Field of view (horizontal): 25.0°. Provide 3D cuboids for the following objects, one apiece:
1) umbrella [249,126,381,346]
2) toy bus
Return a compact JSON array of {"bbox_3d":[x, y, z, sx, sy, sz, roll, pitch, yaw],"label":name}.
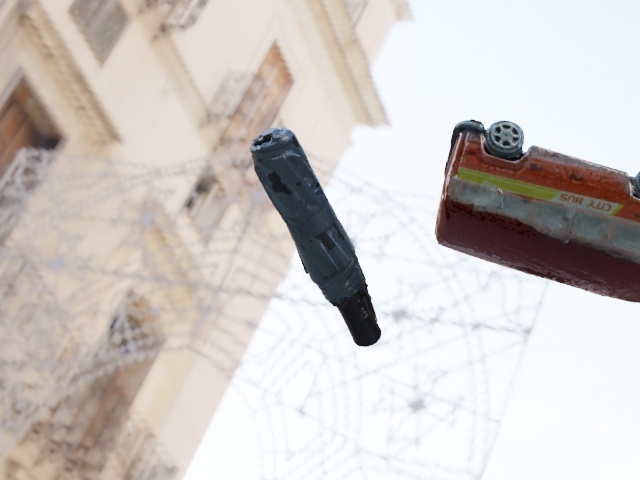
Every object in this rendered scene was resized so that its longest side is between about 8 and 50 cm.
[{"bbox_3d":[0.000,0.001,1.430,0.052,0.053,0.250,-15,-66,25],"label":"umbrella"},{"bbox_3d":[0.245,-0.022,1.453,0.265,0.119,0.121,17,-30,7],"label":"toy bus"}]
